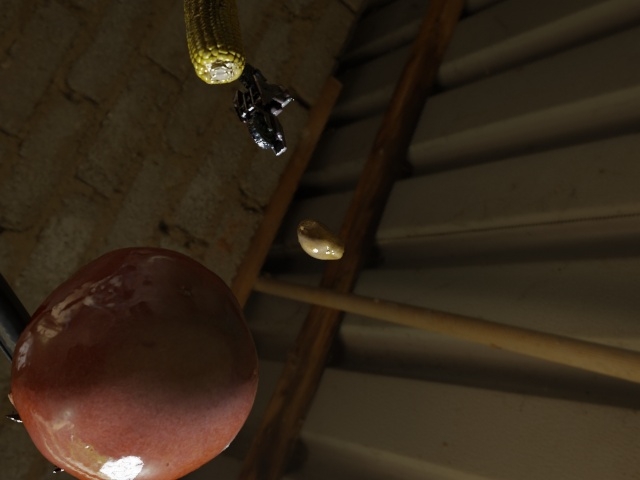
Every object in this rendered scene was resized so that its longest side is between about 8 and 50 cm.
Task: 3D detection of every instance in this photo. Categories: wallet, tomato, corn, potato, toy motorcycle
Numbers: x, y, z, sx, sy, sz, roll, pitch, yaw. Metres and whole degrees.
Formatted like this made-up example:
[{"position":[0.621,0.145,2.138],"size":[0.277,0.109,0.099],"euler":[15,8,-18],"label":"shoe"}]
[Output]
[{"position":[-0.532,0.162,1.233],"size":[0.062,0.406,0.228],"euler":[-38,-153,-30],"label":"wallet"},{"position":[-0.255,0.166,1.019],"size":[0.273,0.341,0.341],"euler":[-39,-147,30],"label":"tomato"},{"position":[-0.137,-0.284,0.905],"size":[0.072,0.072,0.203],"euler":[-33,-126,35],"label":"corn"},{"position":[0.000,0.000,1.168],"size":[0.068,0.083,0.062],"euler":[-66,171,-68],"label":"potato"},{"position":[-0.106,-0.248,1.379],"size":[0.082,0.122,0.213],"euler":[-38,-132,32],"label":"toy motorcycle"}]
